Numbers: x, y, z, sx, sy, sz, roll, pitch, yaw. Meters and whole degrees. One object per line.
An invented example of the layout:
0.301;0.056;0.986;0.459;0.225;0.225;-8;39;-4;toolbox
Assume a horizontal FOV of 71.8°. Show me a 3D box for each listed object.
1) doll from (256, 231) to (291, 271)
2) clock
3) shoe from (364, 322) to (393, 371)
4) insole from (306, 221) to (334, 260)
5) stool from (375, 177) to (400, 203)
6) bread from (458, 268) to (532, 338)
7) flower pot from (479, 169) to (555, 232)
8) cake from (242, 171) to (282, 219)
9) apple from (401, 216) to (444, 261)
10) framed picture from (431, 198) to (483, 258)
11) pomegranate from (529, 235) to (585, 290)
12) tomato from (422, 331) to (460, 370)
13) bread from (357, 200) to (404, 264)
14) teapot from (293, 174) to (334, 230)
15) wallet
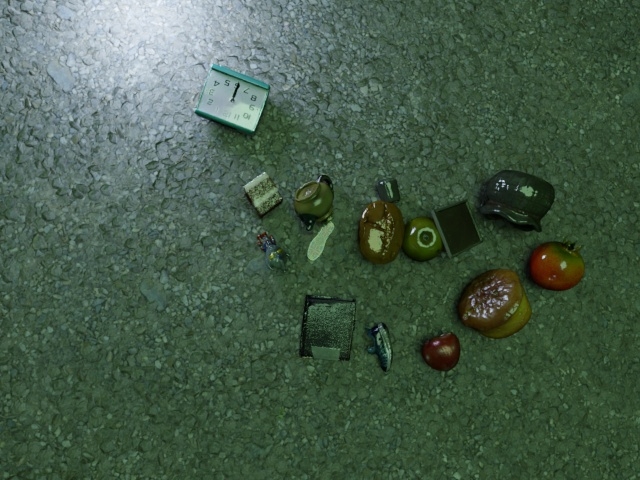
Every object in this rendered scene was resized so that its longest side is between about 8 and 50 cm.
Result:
-0.196;0.051;1.858;0.104;0.062;0.195;-26;78;-47;doll
-0.370;-0.591;1.887;0.262;0.116;0.232;19;87;-3;clock
0.250;0.452;1.864;0.105;0.091;0.208;-15;90;14;shoe
0.000;0.000;1.914;0.065;0.006;0.194;32;81;-3;insole
0.297;-0.214;1.932;0.096;0.096;0.111;-18;90;-9;stool
0.722;0.266;1.837;0.172;0.312;0.312;41;80;-20;bread
0.847;-0.171;1.914;0.301;0.302;0.213;20;95;-5;flower pot
-0.243;-0.187;1.839;0.134;0.135;0.147;-39;94;-10;cake
0.441;-0.006;1.896;0.196;0.157;0.197;0;83;2;apple
0.597;-0.057;1.912;0.289;0.016;0.214;-19;87;-42;framed picture
1.033;0.099;1.912;0.220;0.221;0.257;16;126;-5;pomegranate
0.511;0.470;1.852;0.167;0.167;0.168;1;84;-7;tomato
0.253;-0.033;1.883;0.195;0.142;0.270;9;85;-6;bread
-0.008;-0.156;1.868;0.183;0.173;0.270;54;50;-34;teapot
0.030;0.366;1.855;0.220;0.071;0.263;7;86;-11;wallet
